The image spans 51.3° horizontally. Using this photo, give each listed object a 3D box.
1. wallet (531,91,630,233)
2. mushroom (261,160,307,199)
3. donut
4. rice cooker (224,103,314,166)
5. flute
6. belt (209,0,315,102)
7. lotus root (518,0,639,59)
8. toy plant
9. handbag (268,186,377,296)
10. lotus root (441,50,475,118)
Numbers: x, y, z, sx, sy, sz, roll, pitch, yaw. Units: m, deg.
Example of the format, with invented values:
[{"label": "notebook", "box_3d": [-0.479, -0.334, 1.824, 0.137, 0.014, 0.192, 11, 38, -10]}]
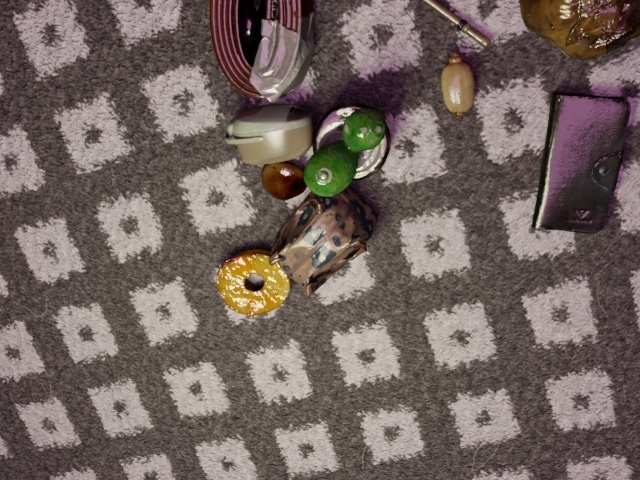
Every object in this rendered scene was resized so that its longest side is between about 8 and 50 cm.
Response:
[{"label": "wallet", "box_3d": [0.583, -0.167, 1.499, 0.172, 0.045, 0.318, 7, 111, 9]}, {"label": "mushroom", "box_3d": [-0.089, -0.142, 1.596, 0.123, 0.052, 0.123, 10, 141, 9]}, {"label": "donut", "box_3d": [-0.164, 0.099, 1.697, 0.190, 0.074, 0.174, -30, 102, 18]}, {"label": "rice cooker", "box_3d": [-0.113, -0.246, 1.536, 0.206, 0.145, 0.127, -9, 116, 17]}, {"label": "flute", "box_3d": [0.274, -0.493, 1.448, 0.233, 0.027, 0.027, 35, 111, -3]}, {"label": "belt", "box_3d": [-0.123, -0.479, 1.473, 0.217, 0.122, 0.338, 3, 107, 11]}, {"label": "lotus root", "box_3d": [0.546, -0.486, 1.332, 0.272, 0.192, 0.272, 3, 116, 6]}, {"label": "toy plant", "box_3d": [0.060, -0.206, 1.471, 0.175, 0.235, 0.218, 39, 110, -4]}, {"label": "handbag", "box_3d": [0.000, 0.000, 1.573, 0.190, 0.193, 0.251, 42, 109, -2]}, {"label": "lotus root", "box_3d": [0.304, -0.344, 1.474, 0.073, 0.062, 0.150, -6, 109, 11]}]
